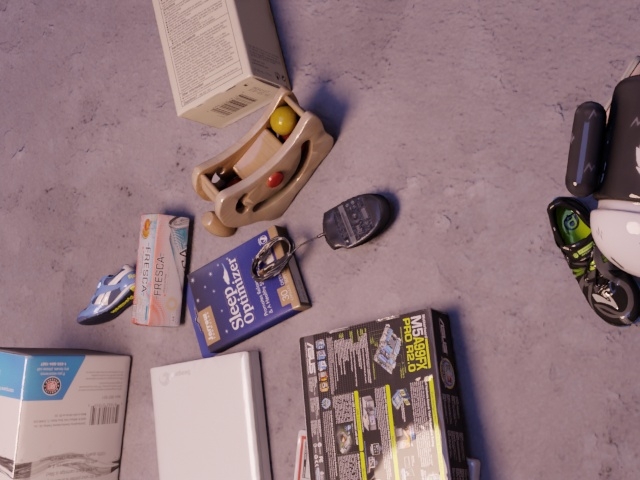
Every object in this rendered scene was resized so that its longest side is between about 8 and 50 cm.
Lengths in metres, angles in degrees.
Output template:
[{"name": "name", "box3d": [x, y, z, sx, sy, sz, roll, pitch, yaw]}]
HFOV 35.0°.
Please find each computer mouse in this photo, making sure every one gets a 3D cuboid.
[{"name": "computer mouse", "box3d": [0.000, 0.000, 1.494, 0.242, 0.041, 0.071, -25, 72, 22]}]

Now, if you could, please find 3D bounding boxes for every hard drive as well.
[{"name": "hard drive", "box3d": [-0.169, 0.339, 1.579, 0.203, 0.040, 0.307, -14, 77, 32]}]

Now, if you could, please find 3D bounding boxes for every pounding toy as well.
[{"name": "pounding toy", "box3d": [-0.121, -0.122, 1.533, 0.155, 0.154, 0.269, 47, 109, 28]}]

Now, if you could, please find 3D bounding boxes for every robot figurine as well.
[{"name": "robot figurine", "box3d": [0.409, -0.090, 1.164, 0.209, 0.173, 0.278, 12, 90, 34]}]

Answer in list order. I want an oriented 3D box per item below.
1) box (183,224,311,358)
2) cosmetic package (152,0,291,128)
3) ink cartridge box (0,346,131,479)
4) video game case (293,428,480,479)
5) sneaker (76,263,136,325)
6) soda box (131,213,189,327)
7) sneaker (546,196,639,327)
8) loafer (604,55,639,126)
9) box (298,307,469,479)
[{"name": "box", "box3d": [-0.129, 0.086, 1.586, 0.225, 0.036, 0.136, -30, 69, 29]}, {"name": "cosmetic package", "box3d": [-0.170, -0.355, 1.620, 0.160, 0.113, 0.309, -22, 72, 30]}, {"name": "ink cartridge box", "box3d": [-0.444, 0.333, 1.651, 0.129, 0.223, 0.307, 3, 86, 35]}, {"name": "video game case", "box3d": [0.081, 0.385, 1.415, 0.285, 0.025, 0.204, 3, 86, 34]}, {"name": "sneaker", "box3d": [-0.359, 0.095, 1.729, 0.144, 0.053, 0.059, -34, 67, 16]}, {"name": "soda box", "box3d": [-0.261, 0.049, 1.654, 0.058, 0.063, 0.183, 1, 85, 51]}, {"name": "sneaker", "box3d": [0.333, 0.027, 1.258, 0.067, 0.078, 0.188, -36, 67, 25]}, {"name": "loafer", "box3d": [0.383, -0.169, 1.272, 0.039, 0.045, 0.125, 31, 99, 26]}, {"name": "box", "box3d": [0.083, 0.246, 1.386, 0.216, 0.060, 0.270, -16, 68, 28]}]
